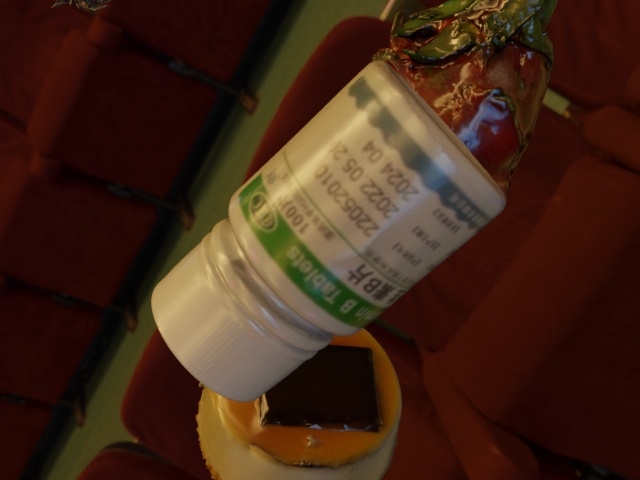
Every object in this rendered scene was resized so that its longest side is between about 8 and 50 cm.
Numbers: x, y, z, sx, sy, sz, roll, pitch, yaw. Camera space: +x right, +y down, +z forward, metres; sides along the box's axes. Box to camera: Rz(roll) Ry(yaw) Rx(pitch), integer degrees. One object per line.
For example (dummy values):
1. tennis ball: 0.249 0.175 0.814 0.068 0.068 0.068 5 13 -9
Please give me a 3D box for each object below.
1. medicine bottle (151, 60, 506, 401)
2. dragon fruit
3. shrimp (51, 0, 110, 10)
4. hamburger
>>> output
1. medicine bottle: 0.000 0.000 0.514 0.237 0.139 0.139 -42 34 13
2. dragon fruit: 0.118 -0.138 0.672 0.198 0.200 0.269 38 135 28
3. shrimp: -0.342 -0.384 1.105 0.165 0.065 0.057 -49 10 -29
4. hamburger: -0.027 0.229 0.978 0.179 0.276 0.294 104 164 -47
